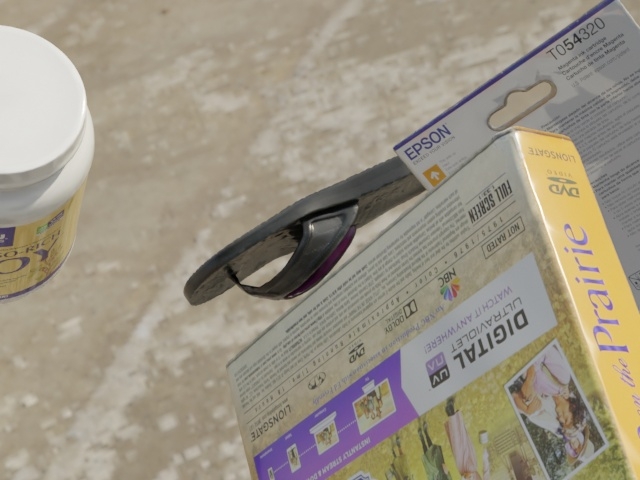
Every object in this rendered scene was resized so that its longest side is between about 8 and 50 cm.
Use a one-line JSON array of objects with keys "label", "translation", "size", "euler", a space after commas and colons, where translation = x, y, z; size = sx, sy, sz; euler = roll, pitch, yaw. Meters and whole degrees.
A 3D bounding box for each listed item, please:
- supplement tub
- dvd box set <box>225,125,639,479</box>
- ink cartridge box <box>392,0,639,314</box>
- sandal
[{"label": "supplement tub", "translation": [-0.407, -0.087, 1.777], "size": [0.241, 0.241, 0.331], "euler": [-35, -13, -28]}, {"label": "dvd box set", "translation": [0.090, 0.194, 0.800], "size": [0.062, 0.420, 0.307], "euler": [5, -33, -37]}, {"label": "ink cartridge box", "translation": [0.305, -0.070, 1.622], "size": [0.324, 0.330, 0.071], "euler": [-33, 10, 32]}, {"label": "sandal", "translation": [0.001, -0.001, 2.190], "size": [0.445, 0.107, 0.167], "euler": [-28, -15, -6]}]
